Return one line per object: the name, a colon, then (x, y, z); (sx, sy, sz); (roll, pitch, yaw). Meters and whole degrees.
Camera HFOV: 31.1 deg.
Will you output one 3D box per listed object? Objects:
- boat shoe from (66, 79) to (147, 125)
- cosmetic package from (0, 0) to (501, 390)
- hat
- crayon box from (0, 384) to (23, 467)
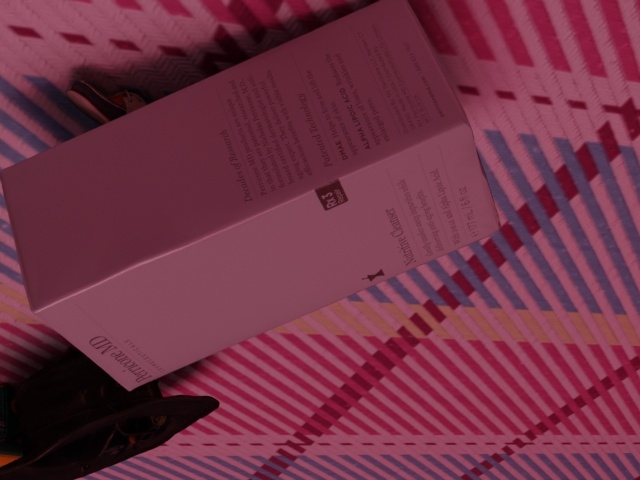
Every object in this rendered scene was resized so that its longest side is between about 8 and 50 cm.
boat shoe: (-0.171, -0.111, 1.031); (0.043, 0.049, 0.137); (-56, 140, -2)
cosmetic package: (-0.057, -0.033, 1.018); (0.385, 0.156, 0.217); (-26, 151, 4)
hat: (-0.309, 0.223, 1.519); (0.331, 0.134, 0.331); (-21, 166, -6)
crayon box: (-0.520, 0.300, 1.656); (0.278, 0.081, 0.165); (-18, 151, 16)
